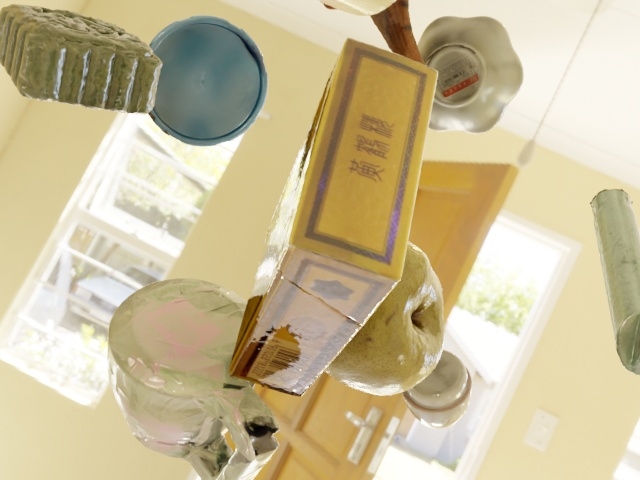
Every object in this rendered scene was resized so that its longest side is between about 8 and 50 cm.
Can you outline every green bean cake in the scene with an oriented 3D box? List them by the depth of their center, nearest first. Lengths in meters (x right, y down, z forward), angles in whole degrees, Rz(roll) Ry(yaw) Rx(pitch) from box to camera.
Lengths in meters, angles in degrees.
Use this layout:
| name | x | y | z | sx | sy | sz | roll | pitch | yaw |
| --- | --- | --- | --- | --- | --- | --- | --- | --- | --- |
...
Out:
| name | x | y | z | sx | sy | sz | roll | pitch | yaw |
| --- | --- | --- | --- | --- | --- | --- | --- | --- | --- |
| green bean cake | -0.329 | -0.250 | 0.984 | 0.183 | 0.094 | 0.185 | 0 | 27 | -39 |

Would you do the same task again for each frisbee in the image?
| name | x | y | z | sx | sy | sz | roll | pitch | yaw |
| --- | --- | --- | --- | --- | --- | --- | --- | --- | --- |
| frisbee | -0.218 | -0.297 | 1.365 | 0.242 | 0.242 | 0.045 | 30 | 7 | -26 |

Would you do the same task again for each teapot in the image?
| name | x | y | z | sx | sy | sz | roll | pitch | yaw |
| --- | --- | --- | --- | --- | --- | --- | --- | --- | --- |
| teapot | -0.128 | 0.162 | 0.806 | 0.222 | 0.163 | 0.178 | 26 | -48 | 11 |

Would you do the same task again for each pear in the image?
| name | x | y | z | sx | sy | sz | roll | pitch | yaw |
| --- | --- | --- | --- | --- | --- | --- | --- | --- | --- |
| pear | 0.062 | 0.103 | 1.041 | 0.211 | 0.228 | 0.188 | -1 | -4 | 35 |

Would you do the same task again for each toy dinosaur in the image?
| name | x | y | z | sx | sy | sz | roll | pitch | yaw |
| --- | --- | --- | --- | --- | --- | --- | --- | --- | --- |
| toy dinosaur | 0.081 | -0.399 | 1.112 | 0.208 | 0.432 | 0.097 | 2 | 0 | 25 |

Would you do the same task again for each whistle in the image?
| name | x | y | z | sx | sy | sz | roll | pitch | yaw |
| --- | --- | --- | --- | --- | --- | --- | --- | --- | --- |
| whistle | 0.416 | 0.044 | 0.991 | 0.062 | 0.312 | 0.062 | 6 | -48 | 7 |

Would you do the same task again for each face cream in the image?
| name | x | y | z | sx | sy | sz | roll | pitch | yaw |
| --- | --- | --- | --- | --- | --- | --- | --- | --- | --- |
| face cream | 0.193 | 0.246 | 1.206 | 0.117 | 0.117 | 0.104 | 23 | -35 | 34 |

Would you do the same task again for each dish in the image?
| name | x | y | z | sx | sy | sz | roll | pitch | yaw |
| --- | --- | --- | --- | --- | --- | --- | --- | --- | --- |
| dish | 0.249 | -0.300 | 1.321 | 0.229 | 0.229 | 0.081 | 25 | 21 | 13 |

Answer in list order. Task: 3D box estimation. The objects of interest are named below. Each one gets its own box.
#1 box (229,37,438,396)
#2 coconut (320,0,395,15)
| name | x | y | z | sx | sy | sz | roll | pitch | yaw |
| --- | --- | --- | --- | --- | --- | --- | --- | --- | --- |
| box | 0.000 | 0.000 | 0.640 | 0.084 | 0.193 | 0.301 | 17 | -30 | -7 |
| coconut | 0.032 | -0.354 | 0.878 | 0.147 | 0.147 | 0.153 | 22 | 13 | 40 |
